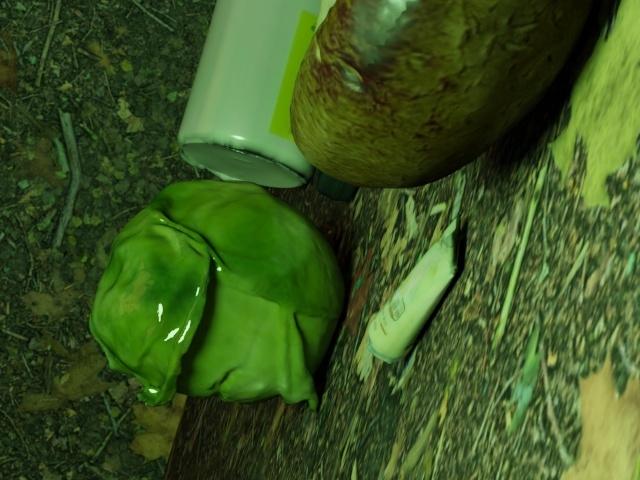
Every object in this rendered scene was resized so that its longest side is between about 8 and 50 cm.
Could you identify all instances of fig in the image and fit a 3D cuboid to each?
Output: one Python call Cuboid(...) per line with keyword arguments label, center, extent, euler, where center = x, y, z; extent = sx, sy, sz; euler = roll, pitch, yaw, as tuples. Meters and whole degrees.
Cuboid(label="fig", center=(0.000, 0.000, 1.881), extent=(0.083, 0.050, 0.050), euler=(-49, 23, 49))

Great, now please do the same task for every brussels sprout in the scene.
Cuboid(label="brussels sprout", center=(-0.108, 0.066, 1.690), extent=(0.294, 0.259, 0.227), euler=(-89, 17, -57))

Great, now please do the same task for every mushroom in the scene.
Cuboid(label="mushroom", center=(0.091, -0.198, 1.051), extent=(0.345, 0.239, 0.345), euler=(176, 90, -89))

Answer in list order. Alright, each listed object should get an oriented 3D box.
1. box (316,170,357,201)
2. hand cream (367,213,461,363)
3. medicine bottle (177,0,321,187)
Cuboid(label="box", center=(0.048, -0.173, 1.874), extent=(0.160, 0.050, 0.230), euler=(115, 170, -52))
Cuboid(label="hand cream", center=(0.076, 0.044, 1.239), extent=(0.061, 0.039, 0.143), euler=(-78, 13, -46))
Cuboid(label="medicine bottle", center=(-0.072, -0.281, 2.389), extent=(0.213, 0.213, 0.378), euler=(136, 149, -76))
